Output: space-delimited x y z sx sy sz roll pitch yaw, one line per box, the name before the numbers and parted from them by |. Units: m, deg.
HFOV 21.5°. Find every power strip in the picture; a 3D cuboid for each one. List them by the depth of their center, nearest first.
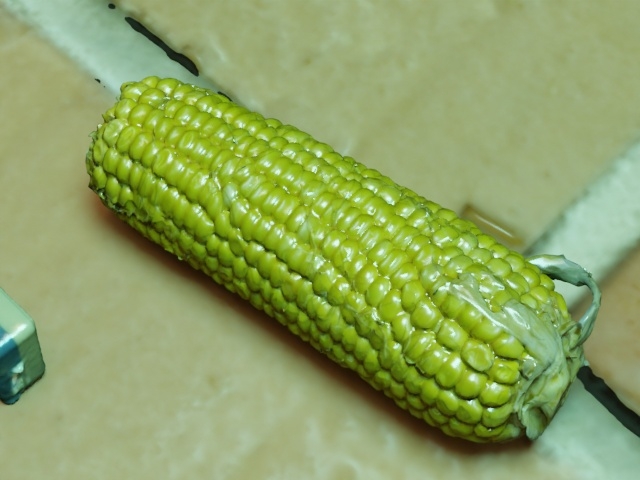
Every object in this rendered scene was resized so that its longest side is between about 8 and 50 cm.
power strip | -0.189 0.028 0.862 0.032 0.056 0.123 -40 65 -21

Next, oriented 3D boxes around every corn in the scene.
corn | 0.000 0.000 0.845 0.293 0.106 0.106 31 65 20
